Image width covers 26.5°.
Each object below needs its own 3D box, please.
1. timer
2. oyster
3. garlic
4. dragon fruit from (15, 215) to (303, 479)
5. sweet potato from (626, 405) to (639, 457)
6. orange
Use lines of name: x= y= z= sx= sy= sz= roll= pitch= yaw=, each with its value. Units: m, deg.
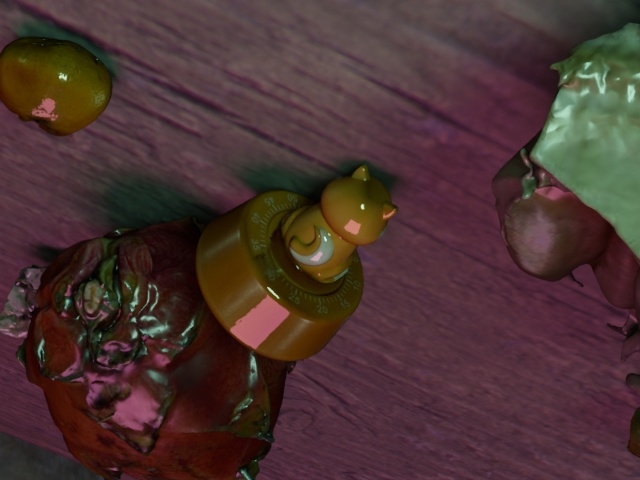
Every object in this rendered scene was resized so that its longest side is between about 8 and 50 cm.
timer: x=0.000 y=0.000 z=1.016 sx=0.132 sy=0.132 sz=0.152 roll=30 pitch=133 yaw=-23
oyster: x=-0.193 y=0.069 z=1.411 sx=0.252 sy=0.087 sz=0.199 roll=14 pitch=162 yaw=-18
garlic: x=0.205 y=0.025 z=0.720 sx=0.237 sy=0.210 sz=0.292 roll=1 pitch=156 yaw=26
dragon fruit: x=-0.138 y=0.110 z=1.239 sx=0.250 sy=0.250 sz=0.315 roll=-3 pitch=135 yaw=47
sweet potato: x=0.370 y=0.159 z=1.095 sx=0.243 sy=0.077 sz=0.077 roll=4 pitch=154 yaw=24
orange: x=-0.192 y=-0.109 z=0.969 sx=0.086 sy=0.062 sz=0.086 roll=16 pitch=156 yaw=7
